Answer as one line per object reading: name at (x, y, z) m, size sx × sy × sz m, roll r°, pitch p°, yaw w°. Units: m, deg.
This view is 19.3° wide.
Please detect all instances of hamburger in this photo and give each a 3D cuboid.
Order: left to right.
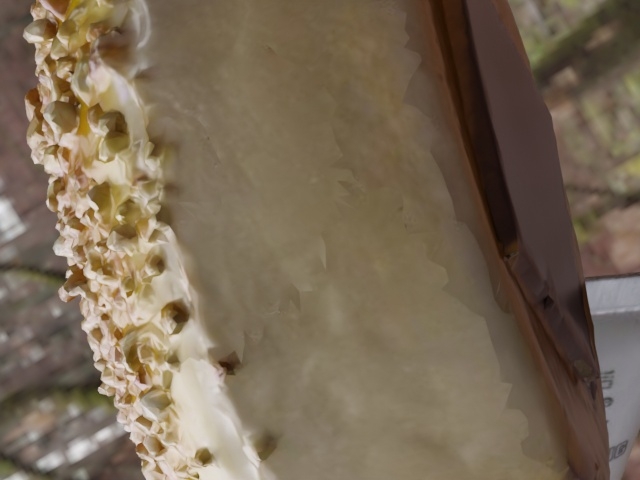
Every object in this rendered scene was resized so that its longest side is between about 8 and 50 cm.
hamburger at (0.000, 0.000, 0.692) m, size 0.302 × 0.170 × 0.302 m, roll -16°, pitch -90°, yaw -76°

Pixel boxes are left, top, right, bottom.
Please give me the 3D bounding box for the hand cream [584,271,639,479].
hand cream at (0.104, 0.118, 0.954) m, size 0.314 × 0.139 × 0.089 m, roll 88°, pitch 175°, yaw -46°
